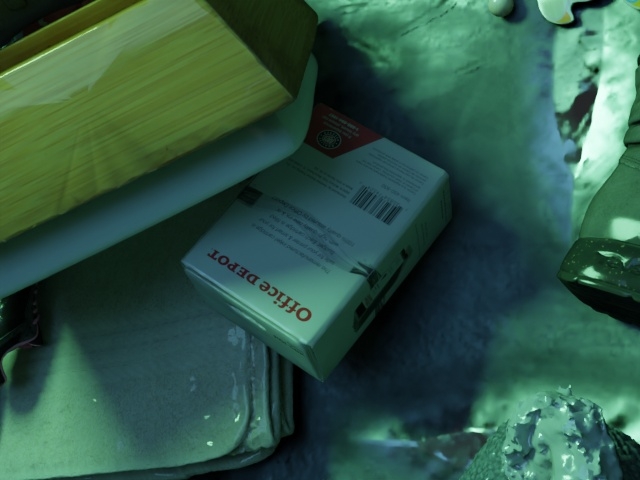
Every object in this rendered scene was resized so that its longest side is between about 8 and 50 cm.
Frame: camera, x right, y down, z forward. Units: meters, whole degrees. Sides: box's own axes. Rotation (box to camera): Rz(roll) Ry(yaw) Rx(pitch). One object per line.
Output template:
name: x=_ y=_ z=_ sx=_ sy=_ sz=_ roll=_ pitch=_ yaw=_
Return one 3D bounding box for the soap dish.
soap dish: x=-0.147 y=-0.077 z=0.707 sx=0.290 sy=0.118 sz=0.229 roll=-24 pitch=19 yaw=12

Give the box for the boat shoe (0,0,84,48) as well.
boat shoe: x=-0.268 y=-0.193 z=0.798 sx=0.324 sy=0.123 sz=0.116 roll=-24 pitch=56 yaw=-3

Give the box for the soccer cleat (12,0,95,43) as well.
soccer cleat: x=-0.212 y=-0.192 z=0.893 sx=0.095 sy=0.083 sz=0.248 roll=-20 pitch=64 yaw=40

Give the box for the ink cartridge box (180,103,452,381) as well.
ink cartridge box: x=0.000 y=0.000 z=0.678 sx=0.099 sy=0.056 sz=0.135 roll=32 pitch=70 yaw=24

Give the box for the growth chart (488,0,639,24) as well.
growth chart: x=0.209 y=-0.221 z=0.675 sx=0.237 sy=0.021 sz=0.172 roll=-8 pitch=71 yaw=31

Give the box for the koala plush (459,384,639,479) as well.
koala plush: x=0.116 y=0.181 z=0.524 sx=0.203 sy=0.196 sz=0.221 roll=-4 pitch=73 yaw=18

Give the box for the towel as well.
towel: x=-0.139 y=0.071 z=0.785 sx=0.282 sy=0.049 sz=0.187 roll=-11 pitch=69 yaw=29

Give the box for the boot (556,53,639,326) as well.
boot: x=0.247 y=-0.016 z=0.559 sx=0.246 sy=0.083 sz=0.161 roll=20 pitch=81 yaw=32

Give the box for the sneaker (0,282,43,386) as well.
sneaker: x=-0.211 y=0.049 z=0.786 sx=0.057 sy=0.047 sz=0.119 roll=30 pitch=72 yaw=-9
